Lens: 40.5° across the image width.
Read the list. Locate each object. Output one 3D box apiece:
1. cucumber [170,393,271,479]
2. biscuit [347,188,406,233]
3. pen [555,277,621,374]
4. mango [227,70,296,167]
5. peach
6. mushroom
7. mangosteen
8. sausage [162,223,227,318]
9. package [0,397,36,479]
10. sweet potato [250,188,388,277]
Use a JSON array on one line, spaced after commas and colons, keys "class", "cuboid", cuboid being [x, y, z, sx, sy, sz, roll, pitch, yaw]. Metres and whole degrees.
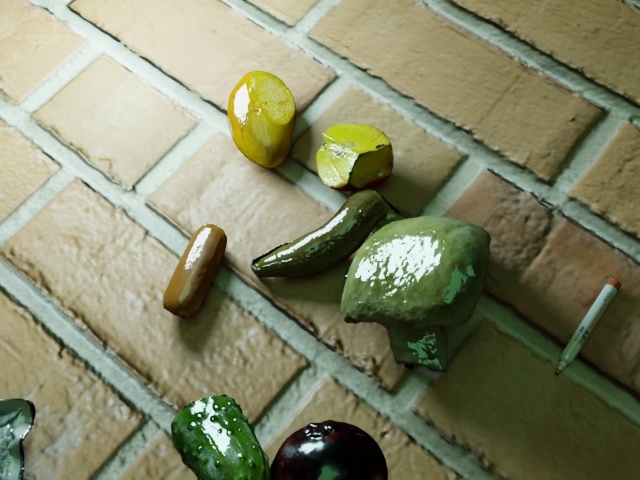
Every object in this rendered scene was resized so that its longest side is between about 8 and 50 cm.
[{"class": "cucumber", "cuboid": [-0.146, 0.362, 1.394, 0.134, 0.134, 0.244, -31, 36, -11]}, {"class": "biscuit", "cuboid": [0.114, -0.049, 1.702, 0.071, 0.018, 0.147, -40, 68, -13]}, {"class": "pen", "cuboid": [0.479, 0.156, 1.562, 0.026, 0.026, 0.218, 32, 70, 19]}, {"class": "mango", "cuboid": [-0.118, -0.241, 1.778, 0.141, 0.102, 0.217, -2, 63, -23]}, {"class": "peach", "cuboid": [0.069, -0.165, 1.713, 0.151, 0.118, 0.151, -8, 75, 33]}, {"class": "mushroom", "cuboid": [0.166, 0.067, 1.534, 0.217, 0.212, 0.292, 23, 74, -4]}, {"class": "mangosteen", "cuboid": [0.016, 0.390, 1.392, 0.209, 0.210, 0.210, -2, 62, 4]}, {"class": "sausage", "cuboid": [-0.234, 0.055, 1.645, 0.076, 0.076, 0.198, 17, 64, 13]}, {"class": "package", "cuboid": [-0.591, 0.384, 1.526, 0.166, 0.040, 0.232, -1, 70, 8]}, {"class": "sweet potato", "cuboid": [0.003, 0.004, 1.651, 0.285, 0.085, 0.112, -31, 45, 4]}]
